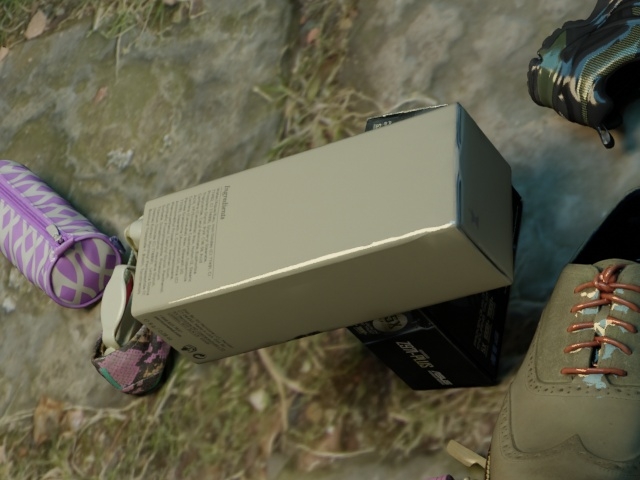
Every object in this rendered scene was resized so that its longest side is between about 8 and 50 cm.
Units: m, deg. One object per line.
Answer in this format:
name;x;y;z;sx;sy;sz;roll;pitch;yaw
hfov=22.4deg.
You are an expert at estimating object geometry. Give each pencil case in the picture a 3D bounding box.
pencil case;-0.279;-0.009;1.603;0.086;0.088;0.206;-49;44;-7

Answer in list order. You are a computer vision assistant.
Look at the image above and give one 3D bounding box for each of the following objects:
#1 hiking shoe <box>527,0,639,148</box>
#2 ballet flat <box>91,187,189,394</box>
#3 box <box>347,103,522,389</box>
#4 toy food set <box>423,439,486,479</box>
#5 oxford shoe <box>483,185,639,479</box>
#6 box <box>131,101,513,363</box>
hiking shoe;0.282;-0.179;1.349;0.227;0.086;0.114;-50;59;3
ballet flat;-0.158;0.032;1.495;0.077;0.079;0.221;-3;58;34
box;0.088;0.008;1.293;0.078;0.147;0.180;-7;55;32
toy food set;0.093;0.218;1.233;0.078;0.019;0.122;27;85;44
oxford shoe;0.179;0.082;1.086;0.123;0.130;0.348;4;31;17
box;0.000;0.000;1.190;0.275;0.094;0.113;-14;53;27
